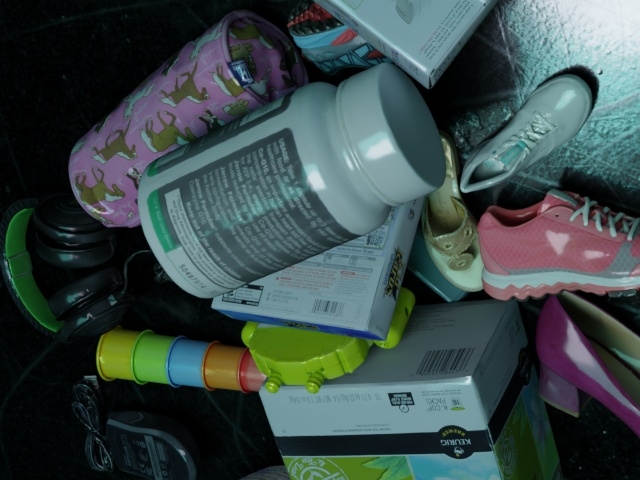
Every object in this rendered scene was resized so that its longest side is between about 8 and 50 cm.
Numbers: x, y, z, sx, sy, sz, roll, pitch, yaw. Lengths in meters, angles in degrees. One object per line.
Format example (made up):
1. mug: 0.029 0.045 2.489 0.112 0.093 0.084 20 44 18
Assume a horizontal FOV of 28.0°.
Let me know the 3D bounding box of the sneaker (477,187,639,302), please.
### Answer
1. sneaker: 0.342 -0.003 1.667 0.313 0.116 0.136 -8 109 29

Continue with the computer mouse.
1. computer mouse: -0.298 0.335 2.183 0.272 0.072 0.189 14 122 34

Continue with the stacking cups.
1. stacking cups: -0.198 0.196 2.058 0.316 0.096 0.096 5 116 19

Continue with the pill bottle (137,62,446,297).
1. pill bottle: -0.037 -0.077 1.641 0.361 0.204 0.204 -23 103 25

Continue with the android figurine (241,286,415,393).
1. android figurine: 0.004 0.113 1.795 0.248 0.273 0.056 -4 127 26

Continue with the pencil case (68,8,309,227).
1. pencil case: -0.196 -0.163 1.827 0.160 0.167 0.386 39 129 -25

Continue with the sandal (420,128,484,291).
1. sandal: 0.166 -0.028 1.750 0.088 0.079 0.240 -9 106 24

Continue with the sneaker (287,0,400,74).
1. sneaker: 0.097 -0.282 1.678 0.261 0.104 0.125 -6 143 18

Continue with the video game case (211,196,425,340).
1. video game case: 0.000 0.000 1.752 0.269 0.061 0.244 6 74 36

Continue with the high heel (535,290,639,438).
1. high heel: 0.457 0.192 1.691 0.377 0.127 0.181 15 132 23

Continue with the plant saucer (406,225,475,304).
1. plant saucer: 0.137 0.016 1.837 0.192 0.018 0.067 40 125 4

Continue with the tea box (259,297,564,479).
1. tea box: 0.138 0.280 1.838 0.329 0.220 0.324 -7 115 29

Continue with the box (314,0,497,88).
1. box: 0.121 -0.356 1.523 0.231 0.127 0.262 37 92 3

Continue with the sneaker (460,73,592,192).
1. sneaker: 0.263 -0.126 1.657 0.080 0.094 0.212 47 125 0

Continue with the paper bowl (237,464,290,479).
1. paper bowl: -0.045 0.501 2.059 0.284 0.148 0.284 11 107 40

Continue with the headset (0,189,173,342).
1. headset: -0.352 0.036 2.038 0.394 0.185 0.243 2 108 42
